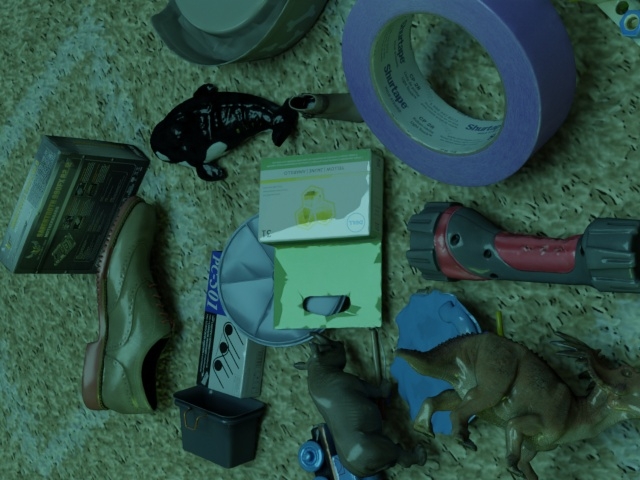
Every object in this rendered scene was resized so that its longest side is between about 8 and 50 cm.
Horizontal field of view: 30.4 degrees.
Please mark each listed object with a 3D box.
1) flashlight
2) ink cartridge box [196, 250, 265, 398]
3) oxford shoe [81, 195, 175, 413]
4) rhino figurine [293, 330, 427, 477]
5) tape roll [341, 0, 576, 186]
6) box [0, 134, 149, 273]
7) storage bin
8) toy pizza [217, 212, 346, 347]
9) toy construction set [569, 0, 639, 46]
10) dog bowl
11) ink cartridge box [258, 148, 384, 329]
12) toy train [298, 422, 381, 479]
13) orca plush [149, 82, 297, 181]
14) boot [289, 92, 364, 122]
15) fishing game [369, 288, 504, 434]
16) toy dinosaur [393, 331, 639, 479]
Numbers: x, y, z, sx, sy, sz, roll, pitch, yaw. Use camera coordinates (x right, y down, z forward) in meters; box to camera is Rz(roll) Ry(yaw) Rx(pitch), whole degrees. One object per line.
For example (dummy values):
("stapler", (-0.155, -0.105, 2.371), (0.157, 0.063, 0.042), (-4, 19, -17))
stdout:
("flashlight", (0.247, 0.005, 1.399), (0.304, 0.103, 0.103), (1, 86, 43))
("ink cartridge box", (-0.127, 0.124, 1.759), (0.097, 0.046, 0.207), (11, 95, 40))
("oxford shoe", (-0.285, 0.106, 1.878), (0.130, 0.123, 0.348), (8, 93, 15))
("rhino figurine", (0.038, 0.210, 1.552), (0.243, 0.106, 0.073), (60, 138, 34))
("tape roll", (0.160, -0.203, 1.401), (0.275, 0.090, 0.275), (27, 139, 26))
("box", (-0.402, -0.053, 1.918), (0.056, 0.183, 0.231), (41, 115, 35))
("storage bin", (-0.157, 0.280, 1.754), (0.135, 0.098, 0.091), (12, 107, 41))
("toy pizza", (-0.051, 0.052, 1.670), (0.201, 0.032, 0.201), (-3, 80, 19))
("toy construction set", (0.272, -0.367, 1.373), (0.327, 0.151, 0.215), (22, 103, 29))
("dog bowl", (-0.116, -0.424, 1.735), (0.349, 0.102, 0.349), (-2, 87, 42))
("ink cartridge box", (0.000, 0.000, 1.607), (0.171, 0.056, 0.235), (-3, 78, 25))
("toy train", (0.040, 0.330, 1.587), (0.105, 0.080, 0.184), (-24, 70, 29))
("orca plush", (-0.172, -0.163, 1.772), (0.287, 0.102, 0.151), (12, 96, 41))
("boot", (0.019, -0.186, 1.615), (0.118, 0.087, 0.042), (-5, 84, 41))
("fishing game", (0.154, 0.153, 1.505), (0.264, 0.041, 0.189), (-17, 78, 54))
("toy dinosaur", (0.227, 0.162, 1.330), (0.295, 0.127, 0.200), (29, 77, 1))
